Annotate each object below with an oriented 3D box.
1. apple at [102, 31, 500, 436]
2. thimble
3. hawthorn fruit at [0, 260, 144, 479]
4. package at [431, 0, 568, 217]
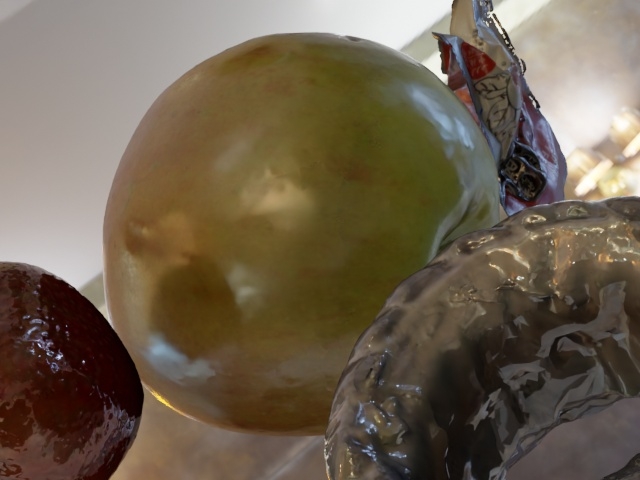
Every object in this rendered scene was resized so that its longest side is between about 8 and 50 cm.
[{"bbox_3d":[0.000,0.000,0.759,0.338,0.305,0.338,8,-100,-57],"label":"apple"},{"bbox_3d":[0.131,0.107,0.453,0.236,0.205,0.172,-45,-50,-23],"label":"thimble"},{"bbox_3d":[-0.189,0.104,0.571,0.169,0.169,0.188,-43,-52,0],"label":"hawthorn fruit"},{"bbox_3d":[0.195,-0.131,0.966,0.269,0.071,0.194,59,-135,-28],"label":"package"}]
